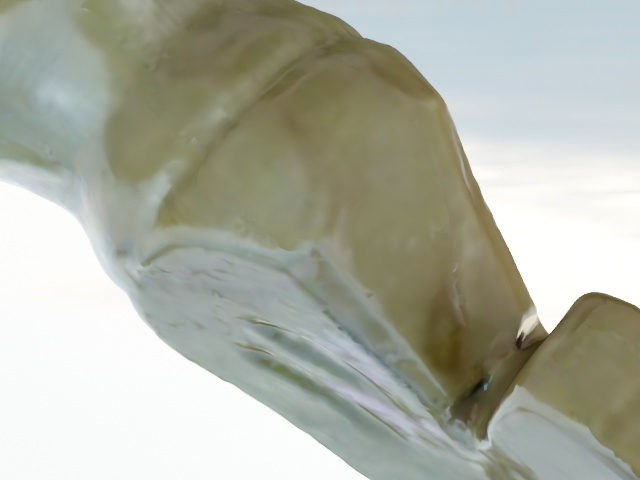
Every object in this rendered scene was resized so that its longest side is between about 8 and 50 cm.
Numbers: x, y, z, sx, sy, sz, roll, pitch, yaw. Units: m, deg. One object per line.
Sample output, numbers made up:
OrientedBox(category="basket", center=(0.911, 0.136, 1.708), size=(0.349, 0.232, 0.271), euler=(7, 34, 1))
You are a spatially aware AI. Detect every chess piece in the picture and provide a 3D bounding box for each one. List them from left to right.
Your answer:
OrientedBox(category="chess piece", center=(0.000, 0.000, 0.522), size=(0.301, 0.137, 0.137), euler=(43, -159, 9))
